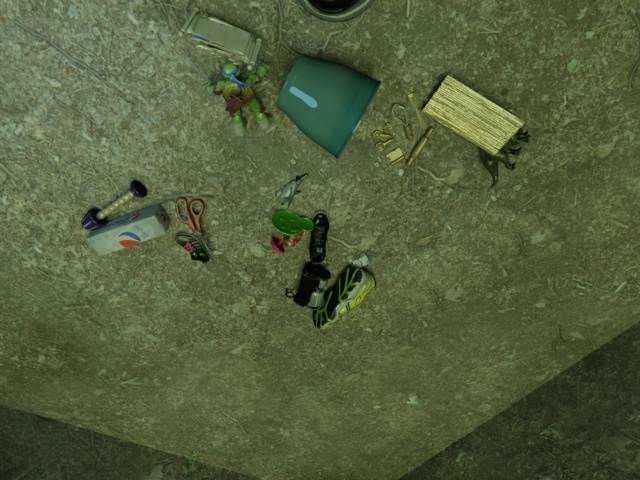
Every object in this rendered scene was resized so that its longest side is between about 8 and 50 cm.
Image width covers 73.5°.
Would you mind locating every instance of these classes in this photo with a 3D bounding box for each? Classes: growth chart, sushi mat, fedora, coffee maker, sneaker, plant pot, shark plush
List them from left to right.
[{"bbox_3d":[-0.508,0.035,1.718,0.063,0.075,0.170,-40,119,20],"label":"sneaker"},{"bbox_3d":[-0.285,-0.582,1.235,0.237,0.172,0.021,23,144,-7],"label":"growth chart"},{"bbox_3d":[-0.107,-0.194,1.634,0.067,0.073,0.161,26,99,-43],"label":"shark plush"},{"bbox_3d":[-0.055,0.194,1.849,0.171,0.120,0.178,8,123,-10],"label":"coffee maker"},{"bbox_3d":[0.000,0.000,1.718,0.079,0.121,0.217,2,124,-8],"label":"sneaker"},{"bbox_3d":[0.012,-0.440,1.346,0.255,0.272,0.272,29,118,-6],"label":"plant pot"},{"bbox_3d":[0.055,-0.759,1.194,0.243,0.124,0.275,34,123,-23],"label":"fedora"},{"bbox_3d":[0.104,0.282,1.917,0.147,0.145,0.385,19,128,-33],"label":"sneaker"},{"bbox_3d":[0.518,-0.420,1.461,0.316,0.019,0.151,29,129,-7],"label":"sushi mat"}]

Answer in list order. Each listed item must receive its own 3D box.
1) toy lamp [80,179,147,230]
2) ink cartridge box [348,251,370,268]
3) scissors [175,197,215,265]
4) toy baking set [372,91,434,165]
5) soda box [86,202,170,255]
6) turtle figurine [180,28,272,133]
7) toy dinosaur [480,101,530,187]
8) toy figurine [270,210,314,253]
[{"bbox_3d":[-0.769,-0.124,1.582,0.274,0.080,0.080,-31,122,12],"label":"toy lamp"},{"bbox_3d":[0.168,0.092,1.855,0.083,0.028,0.048,-27,123,13],"label":"ink cartridge box"},{"bbox_3d":[-0.488,-0.029,1.678,0.108,0.021,0.297,-9,114,-6],"label":"scissors"},{"bbox_3d":[0.304,-0.385,1.537,0.196,0.030,0.256,25,118,-21],"label":"toy baking set"},{"bbox_3d":[-0.726,-0.040,1.630,0.286,0.098,0.091,-18,125,6],"label":"soda box"},{"bbox_3d":[-0.255,-0.492,1.363,0.197,0.274,0.266,-38,151,-14],"label":"turtle figurine"},{"bbox_3d":[0.656,-0.350,1.565,0.160,0.121,0.314,18,133,10],"label":"toy dinosaur"},{"bbox_3d":[-0.130,-0.017,1.712,0.173,0.130,0.159,4,137,-21],"label":"toy figurine"}]
